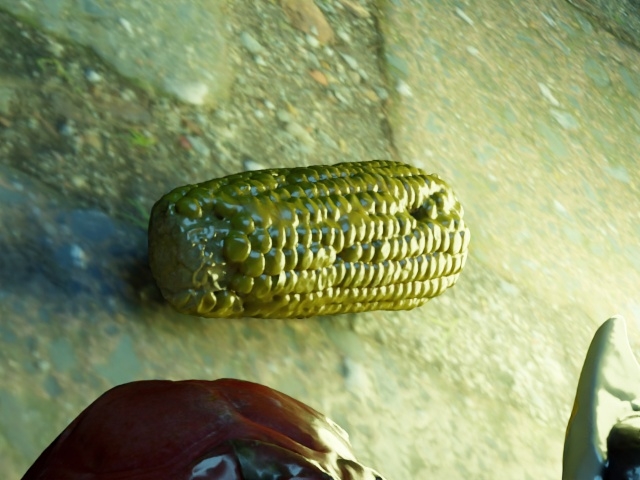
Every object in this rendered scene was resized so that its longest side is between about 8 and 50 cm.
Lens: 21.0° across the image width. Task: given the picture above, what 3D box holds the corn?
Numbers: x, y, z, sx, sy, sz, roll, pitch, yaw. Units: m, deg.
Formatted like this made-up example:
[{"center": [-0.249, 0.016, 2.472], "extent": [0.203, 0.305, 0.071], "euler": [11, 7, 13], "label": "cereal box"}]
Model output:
[{"center": [0.000, 0.000, 1.010], "extent": [0.262, 0.097, 0.097], "euler": [-5, 54, -51], "label": "corn"}]

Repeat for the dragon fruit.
[{"center": [-0.052, 0.139, 0.697], "extent": [0.172, 0.172, 0.209], "euler": [37, 1, -10], "label": "dragon fruit"}]

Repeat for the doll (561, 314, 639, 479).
[{"center": [0.194, 0.180, 0.999], "extent": [0.145, 0.103, 0.316], "euler": [19, 39, 8], "label": "doll"}]
